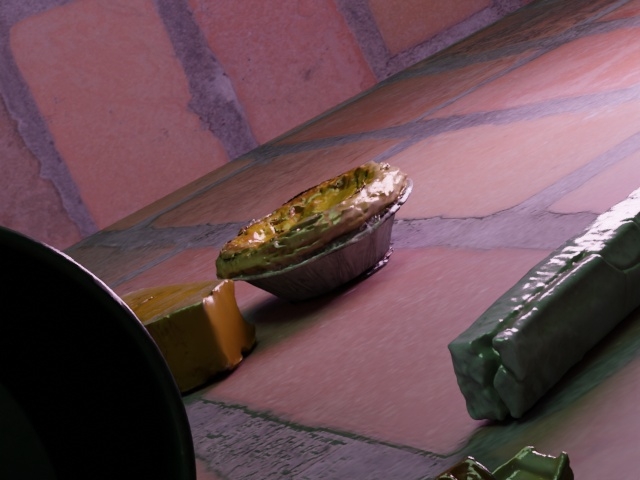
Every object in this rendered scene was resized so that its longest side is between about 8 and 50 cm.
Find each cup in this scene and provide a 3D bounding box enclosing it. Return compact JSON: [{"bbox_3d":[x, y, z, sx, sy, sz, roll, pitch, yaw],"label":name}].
[{"bbox_3d":[-0.306,0.156,0.927,0.401,0.310,0.392,-28,9,-15],"label":"cup"}]

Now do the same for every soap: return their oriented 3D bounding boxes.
[{"bbox_3d":[-0.171,0.105,1.474,0.160,0.080,0.257,-32,12,-30],"label":"soap"}]

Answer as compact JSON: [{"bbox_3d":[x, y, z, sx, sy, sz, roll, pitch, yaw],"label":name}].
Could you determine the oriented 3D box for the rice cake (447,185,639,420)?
[{"bbox_3d":[0.210,0.020,1.048,0.063,0.066,0.336,-2,25,45],"label":"rice cake"}]

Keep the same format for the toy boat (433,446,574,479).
[{"bbox_3d":[0.058,0.157,0.734,0.172,0.066,0.065,-31,15,-23],"label":"toy boat"}]

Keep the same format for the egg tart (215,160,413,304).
[{"bbox_3d":[0.000,0.000,1.553,0.234,0.094,0.234,-26,13,6],"label":"egg tart"}]
